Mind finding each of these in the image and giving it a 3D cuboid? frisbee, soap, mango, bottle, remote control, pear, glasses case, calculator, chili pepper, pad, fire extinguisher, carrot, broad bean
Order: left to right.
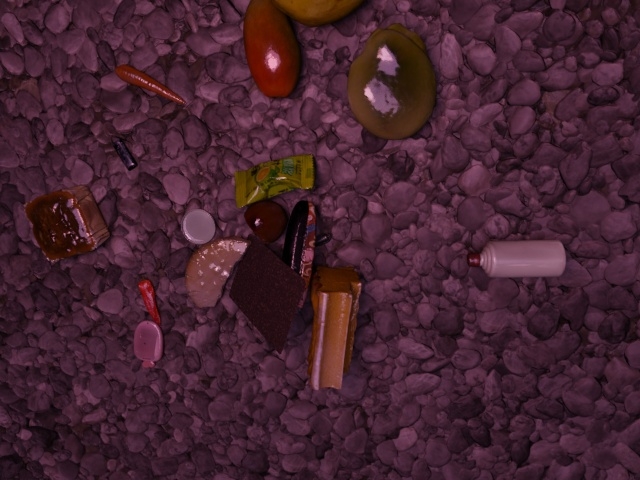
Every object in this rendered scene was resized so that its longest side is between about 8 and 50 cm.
[{"bbox_3d":[-0.593,-0.259,1.390,0.039,0.014,0.096,-28,95,12],"label":"remote control"},{"bbox_3d":[-0.560,0.340,1.497,0.103,0.024,0.166,5,101,6],"label":"calculator"},{"bbox_3d":[-0.543,0.197,1.466,0.045,0.027,0.178,-13,101,8],"label":"chili pepper"},{"bbox_3d":[-0.488,-0.448,1.329,0.216,0.048,0.048,25,103,-4],"label":"carrot"},{"bbox_3d":[-0.372,-0.042,1.405,0.110,0.014,0.110,1,101,6],"label":"frisbee"},{"bbox_3d":[-0.160,0.139,1.299,0.004,0.330,0.220,9,108,-40],"label":"pad"},{"bbox_3d":[-0.134,-0.528,1.228,0.146,0.129,0.289,-16,91,9],"label":"mango"},{"bbox_3d":[-0.064,0.046,1.292,0.082,0.122,0.321,9,82,-14],"label":"glasses case"},{"bbox_3d":[0.000,0.000,1.364,0.083,0.025,0.038,-25,134,11],"label":"fire extinguisher"},{"bbox_3d":[0.014,-0.686,1.113,0.375,0.287,0.288,-28,97,-18],"label":"pear"},{"bbox_3d":[0.029,0.233,1.289,0.142,0.259,0.281,8,104,0],"label":"soap"},{"bbox_3d":[0.186,-0.412,1.214,0.237,0.119,0.291,-11,102,0],"label":"broad bean"},{"bbox_3d":[0.531,0.051,1.267,0.244,0.104,0.104,-1,101,8],"label":"bottle"}]

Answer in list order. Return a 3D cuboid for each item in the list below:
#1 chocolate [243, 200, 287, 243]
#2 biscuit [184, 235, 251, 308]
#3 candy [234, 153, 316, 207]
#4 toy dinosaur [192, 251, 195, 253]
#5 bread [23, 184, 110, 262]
[{"bbox_3d":[-0.161,-0.052,1.318,0.124,0.133,0.127,32,105,-3],"label":"chocolate"},{"bbox_3d":[-0.334,0.088,1.396,0.141,0.038,0.290,30,110,-9],"label":"biscuit"},{"bbox_3d":[-0.135,-0.173,1.294,0.246,0.149,0.069,-16,139,15],"label":"candy"},{"bbox_3d":[-0.337,0.032,1.408,0.113,0.026,0.041,8,111,-1],"label":"toy dinosaur"},{"bbox_3d":[-0.775,-0.051,1.404,0.192,0.110,0.210,-16,99,11],"label":"bread"}]
